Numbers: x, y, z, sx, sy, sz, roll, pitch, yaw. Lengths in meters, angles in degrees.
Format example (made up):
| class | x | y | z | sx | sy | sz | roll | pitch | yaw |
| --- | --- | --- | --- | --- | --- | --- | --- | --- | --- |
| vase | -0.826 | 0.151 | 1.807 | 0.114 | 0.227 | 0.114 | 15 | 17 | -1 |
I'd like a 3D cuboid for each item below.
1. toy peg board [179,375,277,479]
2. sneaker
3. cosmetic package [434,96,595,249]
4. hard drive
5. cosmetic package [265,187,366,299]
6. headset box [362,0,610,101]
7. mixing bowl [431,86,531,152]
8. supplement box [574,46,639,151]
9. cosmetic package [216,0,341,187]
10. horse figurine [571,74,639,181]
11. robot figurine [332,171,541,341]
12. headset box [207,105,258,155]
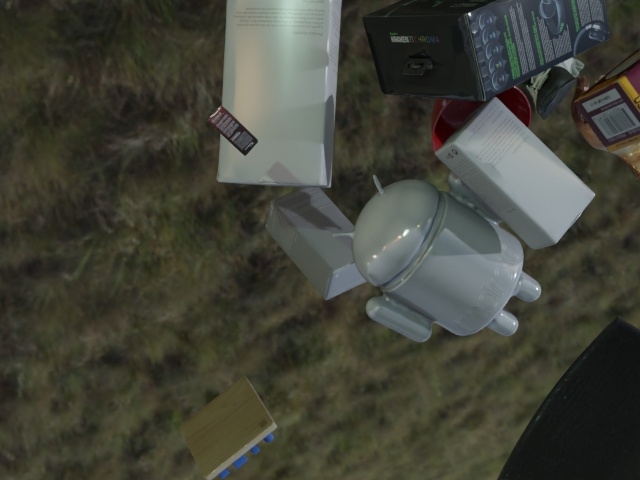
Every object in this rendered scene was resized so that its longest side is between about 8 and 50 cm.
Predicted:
| class | x | y | z | sx | sy | sz | roll | pitch | yaw |
| --- | --- | --- | --- | --- | --- | --- | --- | --- | --- |
| toy peg board | -0.160 | 0.369 | 1.874 | 0.161 | 0.160 | 0.079 | -38 | 126 | -3 |
| sneaker | 0.511 | -0.380 | 2.289 | 0.122 | 0.146 | 0.330 | -52 | 179 | 26 |
| cosmetic package | 0.310 | -0.105 | 1.588 | 0.117 | 0.231 | 0.085 | -46 | -175 | -17 |
| hard drive | 0.328 | 0.224 | 1.139 | 0.255 | 0.172 | 0.054 | -53 | 148 | -1 |
| cosmetic package | 0.000 | 0.000 | 2.127 | 0.127 | 0.238 | 0.107 | -21 | 148 | -28 |
| headset box | 0.238 | -0.315 | 1.485 | 0.283 | 0.131 | 0.246 | -28 | -156 | -27 |
| mixing bowl | 0.267 | -0.222 | 1.745 | 0.181 | 0.098 | 0.181 | -8 | 129 | -10 |
| supplement box | 0.413 | -0.198 | 1.189 | 0.188 | 0.081 | 0.104 | -38 | -175 | -16 |
| cosmetic package | -0.072 | -0.281 | 1.804 | 0.197 | 0.365 | 0.155 | 5 | -176 | 8 |
| horse figurine | 0.600 | -0.224 | 1.975 | 0.174 | 0.263 | 0.066 | -62 | 180 | -5 |
| robot figurine | 0.201 | 0.027 | 1.691 | 0.300 | 0.353 | 0.200 | -59 | -166 | 2 |
| headset box | -0.130 | -0.163 | 1.453 | 0.032 | 0.083 | 0.062 | -48 | -173 | 0 |
